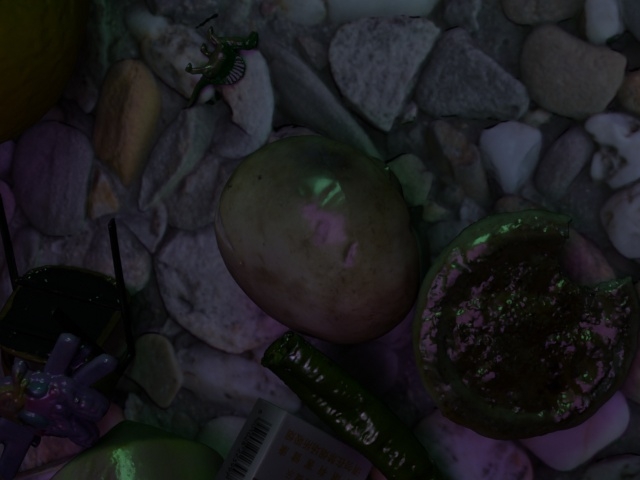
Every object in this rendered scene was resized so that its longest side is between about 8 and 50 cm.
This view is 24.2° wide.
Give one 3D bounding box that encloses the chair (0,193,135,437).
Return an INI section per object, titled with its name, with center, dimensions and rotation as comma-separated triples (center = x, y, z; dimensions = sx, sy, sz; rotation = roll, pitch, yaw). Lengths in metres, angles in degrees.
[chair]
center = -0.316, 0.095, 1.757
dimensions = 0.158, 0.172, 0.247
rotation = 12, 146, 20

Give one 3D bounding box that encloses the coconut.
[coconut]
center = -0.211, 0.314, 1.714
dimensions = 0.236, 0.204, 0.236
rotation = -12, 65, 26

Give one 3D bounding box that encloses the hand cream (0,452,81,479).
[hand cream]
center = -0.371, 0.313, 1.871
dimensions = 0.209, 0.043, 0.067
rotation = -13, 95, 18

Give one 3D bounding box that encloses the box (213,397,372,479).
[box]
center = -0.057, 0.309, 1.637
dimensions = 0.067, 0.149, 0.233
rotation = 17, 77, 56

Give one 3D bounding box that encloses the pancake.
[pancake]
center = 0.212, 0.096, 1.558
dimensions = 0.253, 0.037, 0.253
rotation = 0, 102, -2

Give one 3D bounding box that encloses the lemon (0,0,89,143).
[lemon]
center = -0.411, -0.260, 1.647
dimensions = 0.336, 0.336, 0.336
rotation = 3, 99, 22

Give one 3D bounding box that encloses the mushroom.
[mushroom]
center = 0.000, 0.000, 1.595
dimensions = 0.255, 0.184, 0.255
rotation = 21, 147, 14

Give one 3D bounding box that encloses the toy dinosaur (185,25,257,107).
[toy dinosaur]
center = -0.118, -0.195, 1.700
dimensions = 0.060, 0.029, 0.120
rotation = 32, 109, 3

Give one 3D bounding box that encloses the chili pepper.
[chili pepper]
center = 0.078, 0.234, 1.617
dimensions = 0.359, 0.076, 0.085
rotation = 46, 146, -9

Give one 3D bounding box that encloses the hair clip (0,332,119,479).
[hair clip]
center = -0.315, 0.194, 1.677
dimensions = 0.137, 0.090, 0.278
rotation = 34, 143, -16
